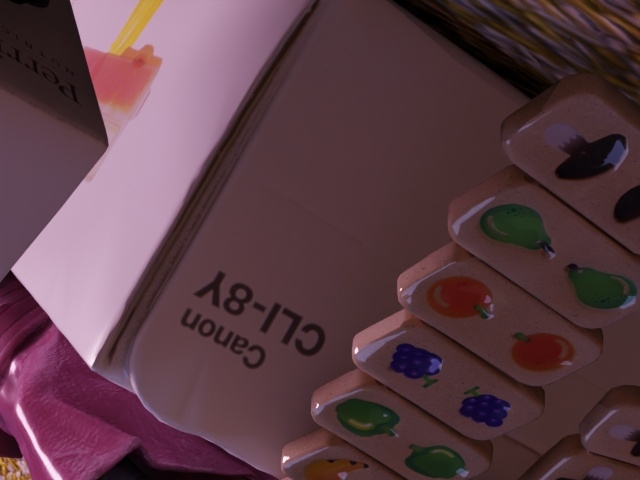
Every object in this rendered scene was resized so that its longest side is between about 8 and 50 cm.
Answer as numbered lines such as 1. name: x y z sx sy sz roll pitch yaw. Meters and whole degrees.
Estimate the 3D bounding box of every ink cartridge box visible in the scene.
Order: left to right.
1. ink cartridge box: 0.000 0.000 0.650 0.279 0.160 0.384 30 180 -26

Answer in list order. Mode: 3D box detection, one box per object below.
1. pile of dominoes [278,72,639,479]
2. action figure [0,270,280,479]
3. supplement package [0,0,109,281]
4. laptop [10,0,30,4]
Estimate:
1. pile of dominoes: 0.095 0.073 0.396 0.196 0.040 0.251 18 138 -13
2. action figure: -0.160 0.066 0.832 0.370 0.275 0.248 45 142 31
3. supplement package: -0.165 -0.071 0.383 0.139 0.134 0.244 30 -158 -34
4. laptop: -0.107 -0.158 0.229 0.234 0.136 0.264 32 -157 -47
